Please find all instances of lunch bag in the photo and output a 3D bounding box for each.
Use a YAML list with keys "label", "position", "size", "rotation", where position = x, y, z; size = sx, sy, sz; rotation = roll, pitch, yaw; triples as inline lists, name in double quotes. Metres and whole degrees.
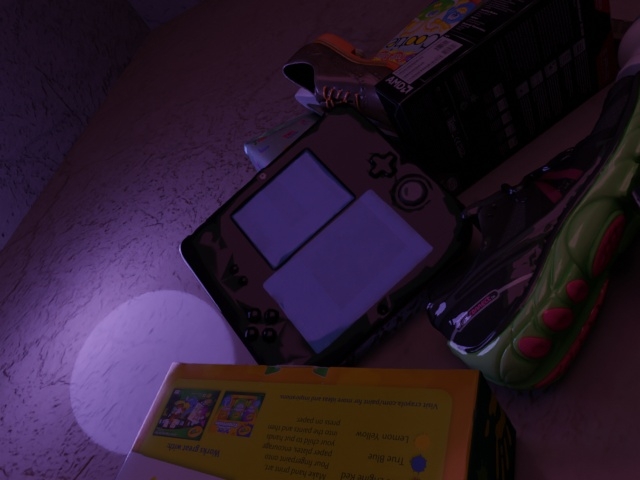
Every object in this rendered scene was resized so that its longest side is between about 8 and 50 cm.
- label: "lunch bag"
  position: [0.012, -0.173, 1.054]
  size: [0.262, 0.160, 0.223]
  rotation: [-30, 34, -12]

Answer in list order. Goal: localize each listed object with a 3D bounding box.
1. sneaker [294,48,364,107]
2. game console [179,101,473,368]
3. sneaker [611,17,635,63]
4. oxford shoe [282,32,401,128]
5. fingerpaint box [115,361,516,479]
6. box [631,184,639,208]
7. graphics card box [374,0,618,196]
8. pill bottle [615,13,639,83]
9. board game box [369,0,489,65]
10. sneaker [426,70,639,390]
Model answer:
- label: "sneaker"
  position: [0.065, -0.387, 1.244]
  size: [0.293, 0.108, 0.169]
  rotation: [27, 84, 50]
- label: "game console"
  position: [0.000, 0.000, 0.830]
  size: [0.386, 0.060, 0.342]
  rotation: [-41, 69, -1]
- label: "sneaker"
  position: [0.519, -0.363, 0.940]
  size: [0.071, 0.066, 0.188]
  rotation: [-21, 43, -6]
- label: "oxford shoe"
  position: [0.067, -0.284, 1.030]
  size: [0.133, 0.129, 0.364]
  rotation: [-34, 50, -20]
- label: "fingerpaint box"
  position: [-0.041, 0.336, 0.569]
  size: [0.445, 0.163, 0.371]
  rotation: [-8, 46, 32]
- label: "box"
  position: [0.459, -0.046, 0.520]
  size: [0.207, 0.153, 0.108]
  rotation: [-43, 40, 34]
- label: "graphics card box"
  position: [0.294, -0.258, 0.856]
  size: [0.371, 0.232, 0.094]
  rotation: [-38, 42, 1]
- label: "pill bottle"
  position: [0.549, -0.312, 0.784]
  size: [0.264, 0.146, 0.146]
  rotation: [-50, 40, -14]
- label: "board game box"
  position: [0.251, -0.386, 1.090]
  size: [0.275, 0.144, 0.142]
  rotation: [-45, 38, -11]
- label: "sneaker"
  position: [0.300, -0.048, 0.680]
  size: [0.202, 0.185, 0.482]
  rotation: [23, 66, 44]
